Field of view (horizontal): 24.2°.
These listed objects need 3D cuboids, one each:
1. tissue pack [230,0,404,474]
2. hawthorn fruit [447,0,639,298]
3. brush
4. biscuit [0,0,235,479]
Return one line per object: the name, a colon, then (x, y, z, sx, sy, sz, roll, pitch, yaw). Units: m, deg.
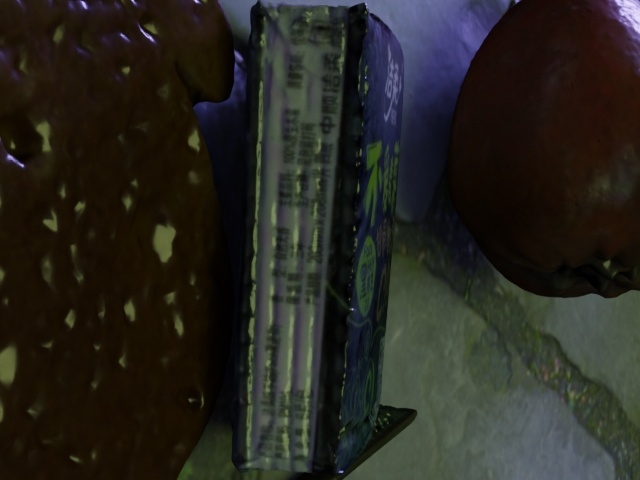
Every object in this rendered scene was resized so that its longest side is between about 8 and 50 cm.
tissue pack: (0.000, 0.000, 0.801, 0.173, 0.073, 0.235, -7, 100, -82)
hawthorn fruit: (0.171, -0.086, 0.988, 0.199, 0.199, 0.251, 25, 54, -51)
brush: (-0.006, 0.137, 0.886, 0.190, 0.034, 0.027, -32, 109, -47)
biscuit: (-0.160, -0.029, 0.639, 0.350, 0.070, 0.394, -42, 126, -46)
